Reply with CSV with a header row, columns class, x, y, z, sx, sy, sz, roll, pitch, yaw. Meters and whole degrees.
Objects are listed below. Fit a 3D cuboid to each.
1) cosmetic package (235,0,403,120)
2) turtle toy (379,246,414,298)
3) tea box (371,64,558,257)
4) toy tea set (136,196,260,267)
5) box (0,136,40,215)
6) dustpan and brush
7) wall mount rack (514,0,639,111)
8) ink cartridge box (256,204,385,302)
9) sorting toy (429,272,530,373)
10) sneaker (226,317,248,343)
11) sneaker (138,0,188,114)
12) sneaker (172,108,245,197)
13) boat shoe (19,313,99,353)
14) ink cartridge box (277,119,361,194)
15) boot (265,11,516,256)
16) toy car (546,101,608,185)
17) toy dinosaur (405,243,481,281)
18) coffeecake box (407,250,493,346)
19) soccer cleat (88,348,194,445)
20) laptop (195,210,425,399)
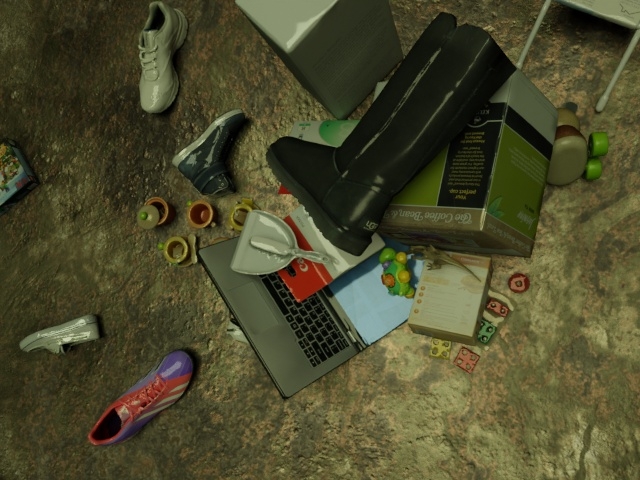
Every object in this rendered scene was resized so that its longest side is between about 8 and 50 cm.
class,x,y,z,sx,sy,sz,roll,pitch,yaw
cosmetic package,0.023,-0.443,1.270,0.230,0.453,0.161,-46,77,6
turtle toy,0.167,0.070,1.326,0.066,0.095,0.130,-12,52,10
tea box,0.269,-0.153,1.229,0.329,0.220,0.324,8,80,45
toy tea set,-0.316,-0.019,1.488,0.336,0.124,0.200,5,87,14
box,-0.935,-0.160,1.698,0.233,0.044,0.159,-37,78,8
dustpan and brush,-0.080,0.020,1.292,0.211,0.060,0.147,16,77,2
wall mount rack,0.592,-0.475,1.302,0.350,0.130,0.304,27,87,15
ink cartridge box,0.000,0.000,1.336,0.232,0.066,0.189,-30,77,-22
sorting toy,0.349,0.170,1.345,0.132,0.046,0.274,33,94,15
sneaker,-0.189,0.239,1.483,0.109,0.040,0.044,33,110,18
sneaker,-0.437,-0.482,1.557,0.111,0.129,0.297,6,88,13
sneaker,-0.244,-0.212,1.508,0.226,0.086,0.163,-42,79,6
boat shoe,-0.696,0.268,1.580,0.226,0.083,0.076,-22,79,11
ink cartridge box,0.003,-0.199,1.400,0.181,0.056,0.225,3,46,14
boot,0.108,-0.247,1.154,0.445,0.146,0.367,-55,49,19
toy car,0.528,-0.232,1.315,0.155,0.149,0.188,-4,55,10
toy dinosaur,0.255,0.036,1.273,0.183,0.092,0.053,22,103,35
coffeecake box,0.287,0.122,1.302,0.142,0.068,0.185,9,66,26
soccer cleat,-0.445,0.401,1.488,0.318,0.116,0.108,-44,77,7
laptop,0.011,0.073,1.349,0.382,0.408,0.236,56,133,12
